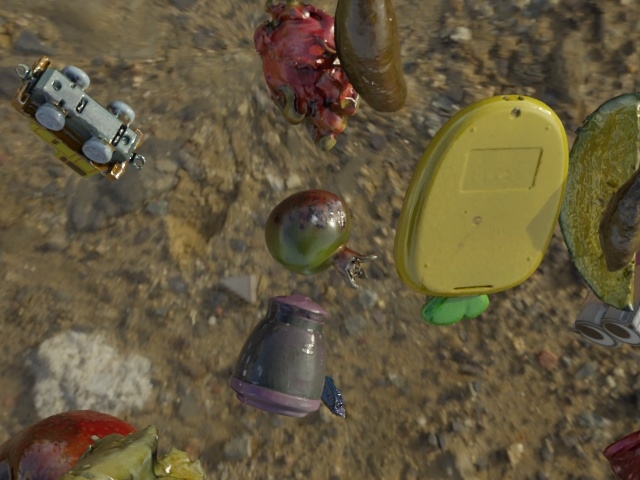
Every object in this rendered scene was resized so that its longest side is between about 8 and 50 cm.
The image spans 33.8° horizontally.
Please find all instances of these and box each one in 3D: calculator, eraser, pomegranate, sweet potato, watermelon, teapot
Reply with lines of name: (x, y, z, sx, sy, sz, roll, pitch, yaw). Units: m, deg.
calculator: (0.137, -0.018, 0.900, 0.146, 0.032, 0.235, -4, 126, -17)
eraser: (0.530, 0.031, 1.705, 0.087, 0.171, 0.290, 34, 73, -10)
pomegranate: (-0.002, -0.005, 1.465, 0.129, 0.159, 0.129, -25, 125, -41)
sweet potato: (0.266, -0.024, 0.912, 0.038, 0.041, 0.153, 20, 136, 15)
watermelon: (0.406, -0.060, 1.459, 0.123, 0.129, 0.301, -4, 101, -22)
sweet potato: (0.045, -0.229, 1.120, 0.077, 0.077, 0.243, -20, 141, 0)
teapot: (-0.032, 0.141, 1.312, 0.148, 0.116, 0.146, 18, 86, -47)

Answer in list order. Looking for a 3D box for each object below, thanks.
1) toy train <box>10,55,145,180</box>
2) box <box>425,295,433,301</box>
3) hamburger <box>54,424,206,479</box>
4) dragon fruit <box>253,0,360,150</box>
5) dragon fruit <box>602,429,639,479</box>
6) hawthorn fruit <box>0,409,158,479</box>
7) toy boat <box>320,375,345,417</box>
toy train: (-0.340, -0.161, 1.450, 0.219, 0.127, 0.089, 39, 57, -27)
box: (0.198, 0.059, 1.693, 0.060, 0.084, 0.063, 9, 133, 1)
hamburger: (-0.181, 0.286, 0.718, 0.132, 0.211, 0.308, 16, 93, 11)
dragon fruit: (-0.008, -0.199, 1.254, 0.150, 0.133, 0.207, -27, 59, 28)
dragon fruit: (0.253, 0.203, 0.497, 0.134, 0.262, 0.211, -30, 116, 16)
hawthorn fruit: (-0.401, 0.421, 1.791, 0.285, 0.369, 0.284, 6, 104, 25)
toy boat: (0.021, 0.265, 1.774, 0.038, 0.083, 0.038, -18, 142, -14)
